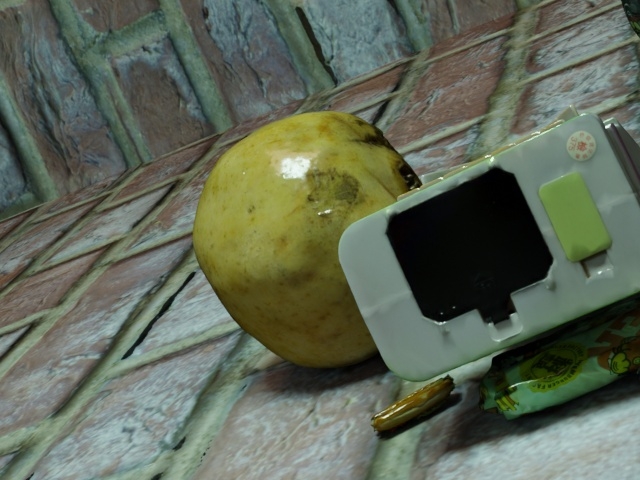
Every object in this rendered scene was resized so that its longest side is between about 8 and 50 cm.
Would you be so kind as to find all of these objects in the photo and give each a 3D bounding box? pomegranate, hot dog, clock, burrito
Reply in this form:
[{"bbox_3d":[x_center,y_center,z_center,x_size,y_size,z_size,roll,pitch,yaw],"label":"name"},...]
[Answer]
[{"bbox_3d":[0.000,0.000,1.482,0.260,0.260,0.260,-23,13,5],"label":"pomegranate"},{"bbox_3d":[0.081,0.142,1.276,0.083,0.021,0.037,-27,2,-8],"label":"hot dog"},{"bbox_3d":[0.180,-0.011,1.262,0.235,0.166,0.309,-25,-4,22],"label":"clock"},{"bbox_3d":[0.252,0.078,1.140,0.288,0.054,0.104,-23,13,8],"label":"burrito"}]

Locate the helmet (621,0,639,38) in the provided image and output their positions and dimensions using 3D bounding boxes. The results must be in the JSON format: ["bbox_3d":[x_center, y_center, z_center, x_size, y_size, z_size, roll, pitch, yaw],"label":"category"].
[{"bbox_3d":[0.540,-0.326,2.024,0.278,0.160,0.230,-13,9,-20],"label":"helmet"}]
